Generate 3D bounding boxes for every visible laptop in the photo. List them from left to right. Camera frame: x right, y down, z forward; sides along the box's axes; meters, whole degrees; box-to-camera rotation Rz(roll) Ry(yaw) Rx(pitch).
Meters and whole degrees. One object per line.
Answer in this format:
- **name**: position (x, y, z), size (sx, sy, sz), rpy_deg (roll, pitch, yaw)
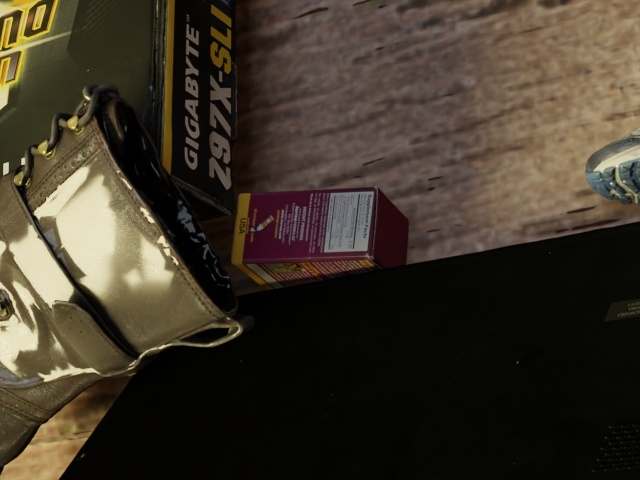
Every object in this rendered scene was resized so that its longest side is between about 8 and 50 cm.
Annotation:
- **laptop**: position (0.044, 0.216, 0.784), size (0.382, 0.236, 0.408), rpy_deg (-11, 31, 35)

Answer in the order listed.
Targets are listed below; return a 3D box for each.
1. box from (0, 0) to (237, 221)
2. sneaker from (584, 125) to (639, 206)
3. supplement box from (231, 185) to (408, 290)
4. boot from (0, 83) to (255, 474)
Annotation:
- **box**: position (-0.199, -0.112, 1.029), size (0.322, 0.079, 0.257), rpy_deg (-12, 65, 29)
- **sneaker**: position (0.200, -0.062, 0.890), size (0.135, 0.052, 0.058), rpy_deg (-21, 54, 7)
- **supplement box**: position (0.000, 0.000, 0.942), size (0.083, 0.055, 0.043), rpy_deg (-2, 69, 21)
- **boot**: position (-0.179, -0.005, 0.900), size (0.229, 0.091, 0.263), rpy_deg (-40, 88, 24)
